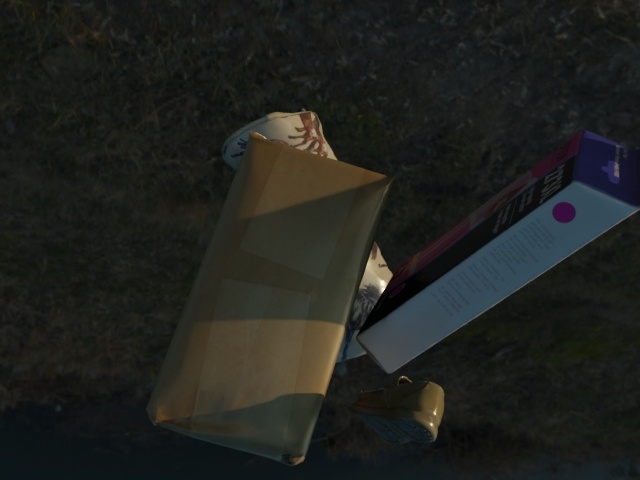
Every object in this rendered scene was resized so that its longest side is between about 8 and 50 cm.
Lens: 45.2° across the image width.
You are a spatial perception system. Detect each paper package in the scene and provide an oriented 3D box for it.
[{"bbox_3d":[-0.051,0.086,0.907,0.168,0.324,0.309,17,164,3],"label":"paper package"}]

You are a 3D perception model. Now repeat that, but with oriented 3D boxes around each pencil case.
[{"bbox_3d":[0.000,0.000,1.194,0.160,0.410,0.183,-26,-178,-6],"label":"pencil case"}]

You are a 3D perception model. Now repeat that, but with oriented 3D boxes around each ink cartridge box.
[{"bbox_3d":[0.205,-0.009,0.798,0.371,0.176,0.069,-37,96,30],"label":"ink cartridge box"}]

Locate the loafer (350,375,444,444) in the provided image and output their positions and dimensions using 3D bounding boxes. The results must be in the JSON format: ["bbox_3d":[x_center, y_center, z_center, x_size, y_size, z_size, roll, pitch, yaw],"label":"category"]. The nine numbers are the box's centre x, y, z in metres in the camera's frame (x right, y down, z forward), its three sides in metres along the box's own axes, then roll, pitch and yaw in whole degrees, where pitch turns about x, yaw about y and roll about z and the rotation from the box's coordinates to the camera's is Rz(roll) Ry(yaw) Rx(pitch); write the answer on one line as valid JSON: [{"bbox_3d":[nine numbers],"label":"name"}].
[{"bbox_3d":[0.077,0.159,0.726,0.056,0.050,0.148,43,160,-12],"label":"loafer"}]
